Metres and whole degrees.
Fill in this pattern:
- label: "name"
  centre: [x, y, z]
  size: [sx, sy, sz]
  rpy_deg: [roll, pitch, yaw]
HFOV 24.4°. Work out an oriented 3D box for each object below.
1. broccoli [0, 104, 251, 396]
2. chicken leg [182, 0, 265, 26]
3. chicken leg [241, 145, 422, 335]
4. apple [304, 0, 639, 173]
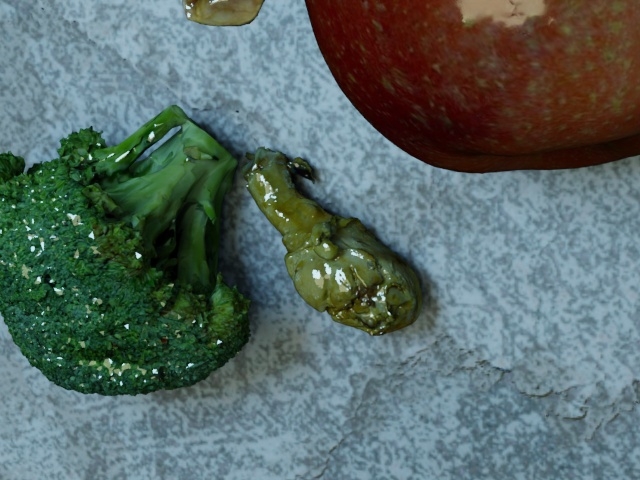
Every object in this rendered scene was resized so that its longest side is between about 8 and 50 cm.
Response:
- label: "broccoli"
  centre: [-0.184, 0.007, 1.359]
  size: [0.308, 0.308, 0.275]
  rpy_deg: [38, 87, 6]
- label: "chicken leg"
  centre: [-0.070, -0.328, 1.223]
  size: [0.182, 0.409, 0.295]
  rpy_deg: [16, 149, -24]
- label: "chicken leg"
  centre: [0.000, 0.000, 1.364]
  size: [0.228, 0.103, 0.088]
  rpy_deg: [47, 128, 6]
- label: "apple"
  centre: [0.157, -0.195, 1.129]
  size: [0.348, 0.348, 0.277]
  rpy_deg: [-10, 86, 20]
